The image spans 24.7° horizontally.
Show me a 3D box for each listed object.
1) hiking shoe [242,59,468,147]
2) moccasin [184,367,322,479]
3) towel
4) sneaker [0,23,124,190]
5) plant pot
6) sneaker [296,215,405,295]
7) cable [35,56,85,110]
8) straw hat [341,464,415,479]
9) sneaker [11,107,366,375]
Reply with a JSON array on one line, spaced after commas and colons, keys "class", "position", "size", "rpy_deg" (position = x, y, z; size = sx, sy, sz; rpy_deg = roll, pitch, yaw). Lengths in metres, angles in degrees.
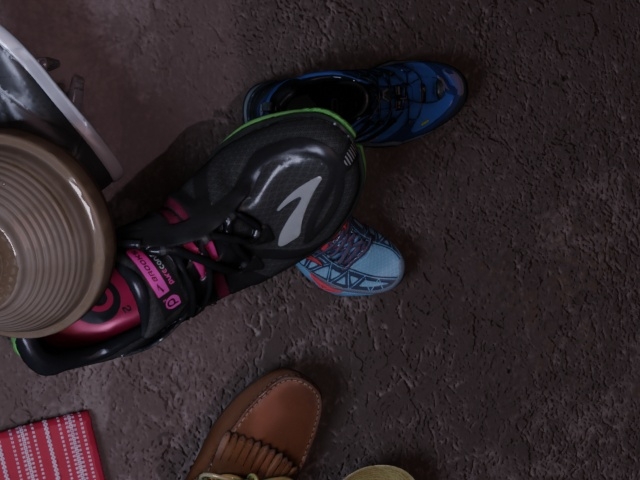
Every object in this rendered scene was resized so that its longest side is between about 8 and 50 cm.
[{"class": "hiking shoe", "position": [0.059, -0.167, 1.852], "size": [0.304, 0.132, 0.113], "rpy_deg": [-12, 97, -17]}, {"class": "moccasin", "position": [-0.117, 0.330, 1.814], "size": [0.139, 0.147, 0.380], "rpy_deg": [40, 81, -16]}, {"class": "towel", "position": [-0.395, 0.335, 1.786], "size": [0.275, 0.031, 0.198], "rpy_deg": [-14, 95, -19]}, {"class": "sneaker", "position": [-0.366, -0.135, 1.634], "size": [0.147, 0.104, 0.295], "rpy_deg": [-45, 109, -15]}, {"class": "plant pot", "position": [-0.348, 0.006, 1.560], "size": [0.237, 0.110, 0.237], "rpy_deg": [6, 111, 17]}, {"class": "sneaker", "position": [0.000, 0.000, 1.846], "size": [0.262, 0.125, 0.104], "rpy_deg": [27, 85, -17]}, {"class": "cable", "position": [-0.412, -0.094, 1.727], "size": [0.257, 0.089, 0.257], "rpy_deg": [3, 93, -17]}, {"class": "straw hat", "position": [0.059, 0.344, 1.918], "size": [0.144, 0.061, 0.144], "rpy_deg": [-5, 111, -14]}, {"class": "sneaker", "position": [-0.149, 0.023, 1.689], "size": [0.483, 0.202, 0.185], "rpy_deg": [-33, 107, 11]}]
